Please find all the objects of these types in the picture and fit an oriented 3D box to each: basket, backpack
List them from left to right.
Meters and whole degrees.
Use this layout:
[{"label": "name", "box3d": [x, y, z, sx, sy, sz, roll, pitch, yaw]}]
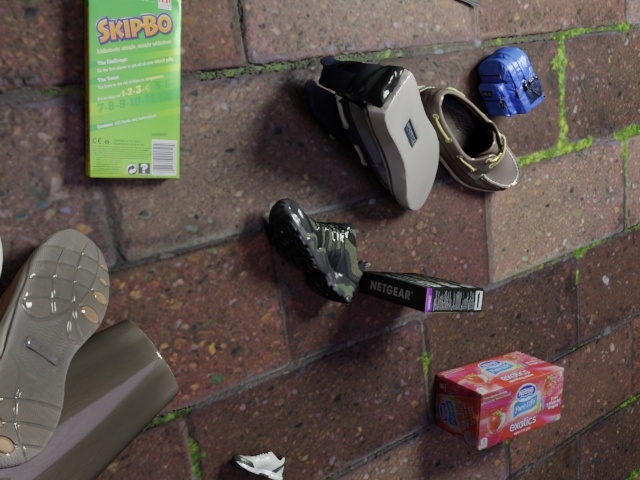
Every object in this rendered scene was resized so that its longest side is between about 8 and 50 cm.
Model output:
[{"label": "basket", "box3d": [-0.316, 0.217, 0.793, 0.227, 0.154, 0.204, -36, 98, -28]}, {"label": "backpack", "box3d": [0.360, -0.304, 1.168, 0.101, 0.098, 0.120, -39, 118, -18]}]

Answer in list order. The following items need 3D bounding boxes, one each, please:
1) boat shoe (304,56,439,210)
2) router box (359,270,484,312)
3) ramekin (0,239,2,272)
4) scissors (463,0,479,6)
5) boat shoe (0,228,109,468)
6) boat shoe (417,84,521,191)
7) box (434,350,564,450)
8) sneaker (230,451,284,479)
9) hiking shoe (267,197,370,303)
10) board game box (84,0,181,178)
[{"label": "boat shoe", "box3d": [0.092, -0.177, 1.015, 0.127, 0.158, 0.340, -57, 151, -17]}, {"label": "router box", "box3d": [0.174, 0.089, 1.069, 0.133, 0.179, 0.046, 4, 94, -33]}, {"label": "ramekin", "box3d": [-0.473, 0.012, 0.673, 0.207, 0.109, 0.207, -7, 103, -33]}, {"label": "scissors", "box3d": [0.172, -0.463, 1.066, 0.297, 0.021, 0.108, 30, 80, -34]}, {"label": "boat shoe", "box3d": [-0.347, 0.110, 0.704, 0.123, 0.117, 0.324, 57, 23, -33]}, {"label": "boat shoe", "box3d": [0.286, -0.182, 1.141, 0.324, 0.097, 0.116, 32, 81, -33]}, {"label": "box", "box3d": [0.376, 0.328, 1.275, 0.257, 0.128, 0.122, -6, 102, -32]}, {"label": "sneaker", "box3d": [-0.105, 0.375, 1.028, 0.109, 0.040, 0.043, 33, 64, -37]}, {"label": "hiking shoe", "box3d": [0.000, 0.000, 1.009, 0.114, 0.086, 0.226, -56, 129, -28]}, {"label": "board game box", "box3d": [-0.252, -0.215, 0.821, 0.124, 0.039, 0.259, -3, 103, -33]}]
